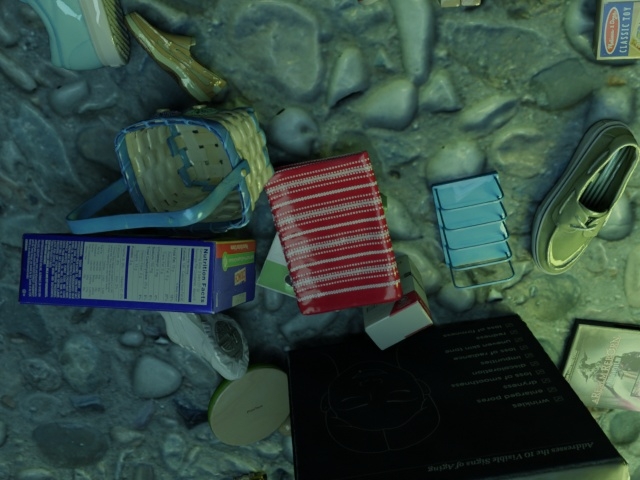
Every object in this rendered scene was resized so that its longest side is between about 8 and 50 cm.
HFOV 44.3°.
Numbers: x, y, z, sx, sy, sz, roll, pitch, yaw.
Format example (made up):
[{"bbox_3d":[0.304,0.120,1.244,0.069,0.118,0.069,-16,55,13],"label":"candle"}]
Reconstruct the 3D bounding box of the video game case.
[{"bbox_3d":[0.620,0.256,1.570,0.274,0.026,0.196,6,118,-3],"label":"video game case"}]

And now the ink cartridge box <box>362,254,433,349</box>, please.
[{"bbox_3d":[0.135,0.110,1.432,0.109,0.150,0.063,-30,117,16],"label":"ink cartridge box"}]

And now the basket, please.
[{"bbox_3d":[-0.226,-0.096,1.234,0.255,0.289,0.201,-2,123,27],"label":"basket"}]

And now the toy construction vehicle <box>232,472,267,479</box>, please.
[{"bbox_3d":[-0.139,0.549,1.743,0.098,0.035,0.086,-15,128,12],"label":"toy construction vehicle"}]

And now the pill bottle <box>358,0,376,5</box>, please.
[{"bbox_3d":[0.040,-0.464,1.138,0.124,0.124,0.221,-37,111,19],"label":"pill bottle"}]

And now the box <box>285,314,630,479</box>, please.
[{"bbox_3d":[0.198,0.386,1.353,0.480,0.472,0.297,-8,109,-1],"label":"box"}]

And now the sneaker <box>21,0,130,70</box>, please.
[{"bbox_3d":[-0.406,-0.421,1.166,0.150,0.135,0.365,-10,117,3],"label":"sneaker"}]

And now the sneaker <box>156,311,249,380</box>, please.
[{"bbox_3d":[-0.228,0.177,1.494,0.232,0.090,0.115,52,128,10],"label":"sneaker"}]

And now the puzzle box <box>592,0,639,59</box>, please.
[{"bbox_3d":[0.553,-0.472,1.144,0.272,0.052,0.408,0,118,11],"label":"puzzle box"}]

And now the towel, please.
[{"bbox_3d":[0.020,-0.006,1.354,0.199,0.031,0.274,-9,109,18],"label":"towel"}]

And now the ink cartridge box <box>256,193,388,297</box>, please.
[{"bbox_3d":[0.000,0.000,1.428,0.171,0.056,0.235,19,118,-8],"label":"ink cartridge box"}]

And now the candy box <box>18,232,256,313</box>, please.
[{"bbox_3d":[-0.288,0.050,1.312,0.317,0.268,0.122,3,90,8],"label":"candy box"}]

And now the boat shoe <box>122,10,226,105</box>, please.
[{"bbox_3d":[-0.231,-0.306,1.270,0.072,0.068,0.190,-42,120,8],"label":"boat shoe"}]

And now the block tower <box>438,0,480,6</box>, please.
[{"bbox_3d":[0.213,-0.517,1.125,0.091,0.097,0.335,-2,120,2],"label":"block tower"}]

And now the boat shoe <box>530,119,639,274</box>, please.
[{"bbox_3d":[0.451,-0.062,1.362,0.109,0.094,0.302,13,118,-6],"label":"boat shoe"}]

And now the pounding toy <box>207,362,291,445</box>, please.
[{"bbox_3d":[-0.134,0.305,1.585,0.237,0.110,0.183,9,110,-37],"label":"pounding toy"}]

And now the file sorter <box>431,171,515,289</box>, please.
[{"bbox_3d":[0.273,-0.015,1.386,0.118,0.104,0.170,-12,117,7],"label":"file sorter"}]
